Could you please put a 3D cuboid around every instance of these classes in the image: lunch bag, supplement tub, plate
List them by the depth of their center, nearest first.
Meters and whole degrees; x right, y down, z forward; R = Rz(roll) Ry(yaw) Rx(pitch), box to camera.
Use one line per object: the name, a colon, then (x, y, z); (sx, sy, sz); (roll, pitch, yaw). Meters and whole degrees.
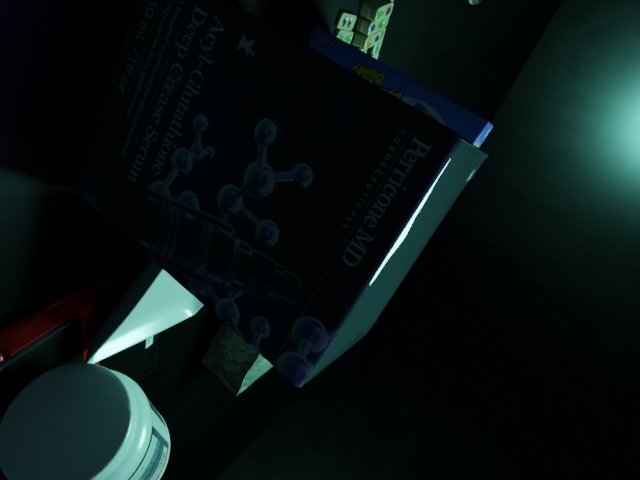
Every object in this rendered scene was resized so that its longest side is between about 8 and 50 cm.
supplement tub: (-0.352, 0.317, 0.715); (0.191, 0.191, 0.272); (-43, 161, -29)
plate: (-0.235, 0.070, 0.772); (0.278, 0.045, 0.277); (-46, 170, 22)
lunch bag: (-0.169, 0.253, 1.286); (0.235, 0.169, 0.287); (-27, 153, -55)

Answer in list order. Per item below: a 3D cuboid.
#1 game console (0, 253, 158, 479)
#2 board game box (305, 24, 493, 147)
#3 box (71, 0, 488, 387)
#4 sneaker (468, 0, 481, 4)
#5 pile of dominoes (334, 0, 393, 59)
game console: (-0.423, 0.225, 0.793); (0.342, 0.060, 0.387); (-42, 160, -47)
board game box: (0.085, -0.188, 0.811); (0.233, 0.347, 0.078); (-60, 162, 21)
box: (-0.059, -0.085, 0.560); (0.294, 0.395, 0.212); (-60, 161, 18)
sneaker: (0.502, -0.734, 1.229); (0.222, 0.118, 0.083); (-59, 162, 16)
pile of dominoes: (0.085, -0.377, 0.966); (0.196, 0.040, 0.251); (-41, 158, -36)
